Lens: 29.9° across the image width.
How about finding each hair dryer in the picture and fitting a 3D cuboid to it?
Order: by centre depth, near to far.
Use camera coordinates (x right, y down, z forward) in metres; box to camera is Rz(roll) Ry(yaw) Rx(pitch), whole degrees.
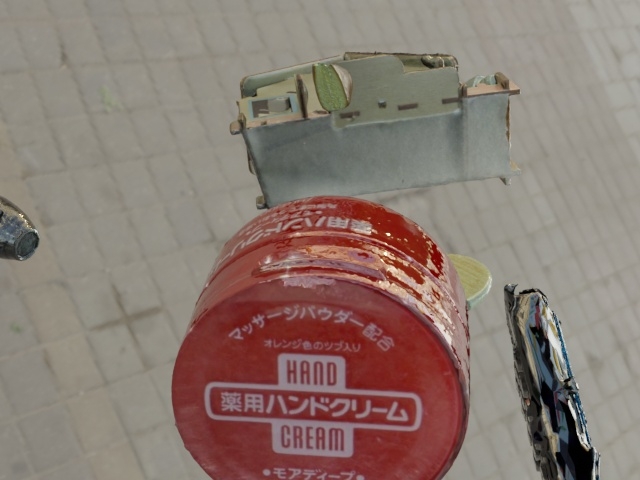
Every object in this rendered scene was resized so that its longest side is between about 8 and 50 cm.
[{"bbox_3d":[-0.427,-0.086,1.426,0.195,0.219,0.075,28,52,23],"label":"hair dryer"}]

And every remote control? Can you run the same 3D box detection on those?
[{"bbox_3d":[0.242,0.238,1.143,0.145,0.062,0.399,67,12,-61],"label":"remote control"}]

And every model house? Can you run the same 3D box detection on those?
[{"bbox_3d":[0.056,-0.155,1.437,0.244,0.325,0.169,-102,-176,-72],"label":"model house"}]

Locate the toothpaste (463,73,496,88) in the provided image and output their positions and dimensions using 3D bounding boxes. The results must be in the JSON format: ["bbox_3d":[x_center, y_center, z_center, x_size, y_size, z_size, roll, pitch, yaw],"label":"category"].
[{"bbox_3d":[0.198,-0.192,1.718,0.037,0.255,0.067,-29,89,-19],"label":"toothpaste"}]

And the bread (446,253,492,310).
[{"bbox_3d":[0.211,0.063,1.949,0.112,0.193,0.036,-30,123,-32],"label":"bread"}]

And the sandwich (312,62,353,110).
[{"bbox_3d":[0.013,-0.148,1.171,0.083,0.030,0.044,-7,87,-75],"label":"sandwich"}]

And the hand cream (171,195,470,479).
[{"bbox_3d":[0.005,0.076,0.785,0.193,0.193,0.125,48,21,-17],"label":"hand cream"}]
